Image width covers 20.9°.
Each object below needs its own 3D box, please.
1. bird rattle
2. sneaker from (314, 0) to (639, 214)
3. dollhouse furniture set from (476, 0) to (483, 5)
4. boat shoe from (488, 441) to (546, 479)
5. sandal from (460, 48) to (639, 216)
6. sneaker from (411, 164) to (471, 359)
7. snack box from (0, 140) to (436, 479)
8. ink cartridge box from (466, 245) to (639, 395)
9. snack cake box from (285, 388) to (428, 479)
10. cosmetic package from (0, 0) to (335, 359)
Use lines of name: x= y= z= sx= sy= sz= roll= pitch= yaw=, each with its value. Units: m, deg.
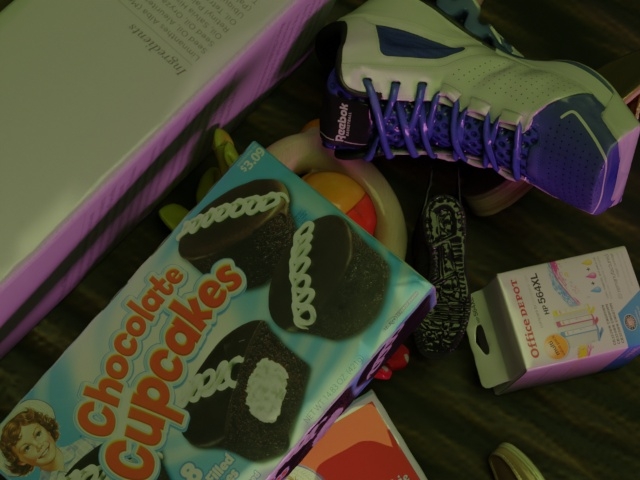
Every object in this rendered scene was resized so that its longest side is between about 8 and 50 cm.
bird rattle: x=0.000 y=0.000 z=1.483 sx=0.253 sy=0.143 sz=0.207 roll=43 pitch=52 yaw=2
sneaker: x=0.103 y=-0.107 z=1.479 sx=0.182 sy=0.127 sz=0.315 roll=-30 pitch=53 yaw=-27
dollhouse furniture set: x=0.181 y=-0.389 z=1.557 sx=0.198 sy=0.303 sz=0.286 roll=14 pitch=69 yaw=-6
boat shoe: x=0.176 y=0.237 z=1.473 sx=0.045 sy=0.050 sz=0.135 roll=-24 pitch=78 yaw=-24
sandal: x=0.238 y=-0.081 z=1.599 sx=0.240 sy=0.088 sz=0.079 roll=-38 pitch=114 yaw=-14
sneaker: x=0.105 y=0.018 z=1.519 sx=0.051 sy=0.089 sz=0.170 roll=3 pitch=89 yaw=0
snack box: x=-0.085 y=0.103 z=1.329 sx=0.187 sy=0.060 sz=0.322 roll=39 pitch=83 yaw=15
ink cartridge box: x=0.201 y=0.073 z=1.514 sx=0.143 sy=0.090 sz=0.092 roll=-12 pitch=74 yaw=-16
snack cake box: x=-0.035 y=0.255 z=1.401 sx=0.264 sy=0.089 sz=0.152 roll=-28 pitch=77 yaw=-20
cosmetic package: x=-0.184 y=-0.111 z=1.422 sx=0.161 sy=0.230 sz=0.453 roll=41 pitch=67 yaw=4
